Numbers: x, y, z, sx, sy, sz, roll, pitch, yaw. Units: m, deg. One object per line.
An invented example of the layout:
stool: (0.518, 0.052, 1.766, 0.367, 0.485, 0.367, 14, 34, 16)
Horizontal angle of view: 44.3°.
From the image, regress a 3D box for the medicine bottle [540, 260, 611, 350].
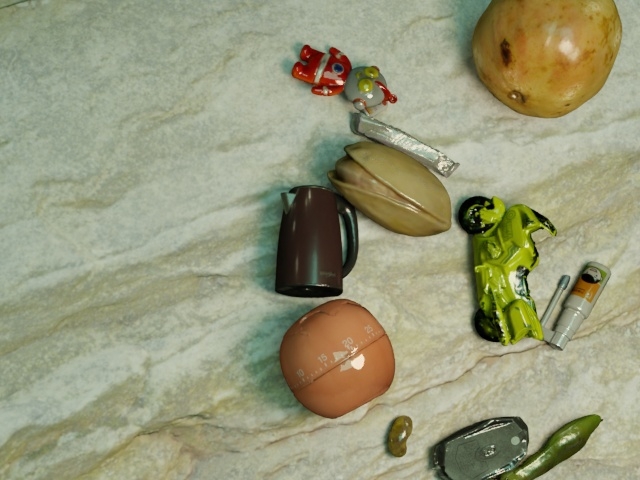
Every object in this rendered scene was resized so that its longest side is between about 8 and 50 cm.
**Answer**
medicine bottle: (0.579, 0.145, 1.811, 0.092, 0.061, 0.220, 28, 75, 20)

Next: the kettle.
kettle: (0.000, 0.000, 1.683, 0.202, 0.144, 0.232, 9, 75, -28)

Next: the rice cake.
rice cake: (0.191, -0.218, 1.796, 0.270, 0.049, 0.055, 24, 99, -6)

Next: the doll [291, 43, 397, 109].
doll: (0.060, -0.362, 1.776, 0.245, 0.076, 0.142, 22, 65, 4)

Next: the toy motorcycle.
toy motorcycle: (0.429, 0.059, 1.753, 0.206, 0.142, 0.342, -10, 81, 26)

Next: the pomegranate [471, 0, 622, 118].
pomegranate: (0.506, -0.457, 1.770, 0.343, 0.342, 0.342, 2, 80, -11)

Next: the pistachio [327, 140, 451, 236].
pistachio: (0.161, -0.107, 1.708, 0.293, 0.181, 0.162, 34, 104, -12)

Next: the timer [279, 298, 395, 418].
timer: (0.033, 0.239, 1.599, 0.230, 0.229, 0.214, -25, 77, -14)

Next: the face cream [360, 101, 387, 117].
face cream: (0.131, -0.314, 1.814, 0.083, 0.021, 0.040, -33, 85, -15)

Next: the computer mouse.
computer mouse: (0.345, 0.451, 1.707, 0.231, 0.071, 0.126, -25, 99, -4)

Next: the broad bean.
broad bean: (0.493, 0.476, 1.731, 0.325, 0.067, 0.075, -30, 101, -11)

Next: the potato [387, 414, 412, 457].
potato: (0.169, 0.420, 1.689, 0.046, 0.045, 0.092, 26, 77, -43)
